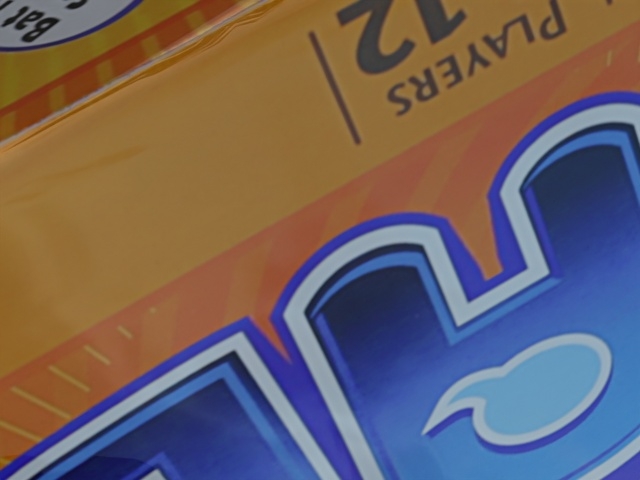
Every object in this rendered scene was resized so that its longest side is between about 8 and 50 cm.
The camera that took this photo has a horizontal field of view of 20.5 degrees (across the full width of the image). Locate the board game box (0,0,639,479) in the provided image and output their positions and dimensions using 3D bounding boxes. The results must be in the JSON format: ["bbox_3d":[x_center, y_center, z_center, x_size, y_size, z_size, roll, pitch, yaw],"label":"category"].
[{"bbox_3d":[0.000,0.000,0.576,0.356,0.356,0.356,51,-12,54],"label":"board game box"}]
